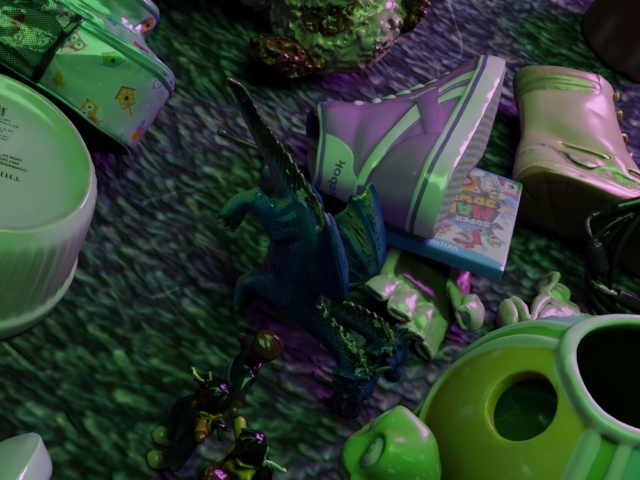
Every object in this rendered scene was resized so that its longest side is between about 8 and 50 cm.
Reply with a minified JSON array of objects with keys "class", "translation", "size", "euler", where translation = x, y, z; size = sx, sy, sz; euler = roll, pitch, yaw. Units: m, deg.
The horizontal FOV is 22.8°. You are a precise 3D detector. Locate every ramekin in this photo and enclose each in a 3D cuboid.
[{"class":"ramekin","translation":[-0.268,-0.036,1.197],"size":[0.207,0.109,0.207],"euler":[19,43,-19]}]

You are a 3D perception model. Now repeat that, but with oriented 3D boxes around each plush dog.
[{"class":"plush dog","translation":[-0.012,-0.267,1.583],"size":[0.262,0.210,0.225],"euler":[-29,84,-18]}]

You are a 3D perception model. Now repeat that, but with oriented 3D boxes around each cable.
[{"class":"cable","translation":[0.345,0.023,1.544],"size":[0.184,0.047,0.151],"euler":[-13,95,-13]}]

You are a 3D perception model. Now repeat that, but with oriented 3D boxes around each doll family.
[{"class":"doll family","translation":[-0.073,0.142,1.161],"size":[0.076,0.111,0.193],"euler":[13,45,-25]}]

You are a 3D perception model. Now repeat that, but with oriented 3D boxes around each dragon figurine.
[{"class":"dragon figurine","translation":[0.000,0.000,1.283],"size":[0.144,0.289,0.085],"euler":[10,27,30]}]

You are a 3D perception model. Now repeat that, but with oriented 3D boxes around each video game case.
[{"class":"video game case","translation":[0.124,-0.028,1.491],"size":[0.119,0.015,0.166],"euler":[19,33,2]}]

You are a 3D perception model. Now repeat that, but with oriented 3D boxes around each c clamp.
[{"class":"c clamp","translation":[-0.022,-0.023,1.431],"size":[0.137,0.022,0.161],"euler":[13,43,-33]}]

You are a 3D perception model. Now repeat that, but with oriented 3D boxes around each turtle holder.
[{"class":"turtle holder","translation":[0.167,0.158,1.219],"size":[0.320,0.227,0.243],"euler":[20,46,-9]}]

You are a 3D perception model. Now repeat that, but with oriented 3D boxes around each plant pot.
[{"class":"plant pot","translation":[0.405,-0.283,1.870],"size":[0.167,0.165,0.167],"euler":[19,42,-19]}]

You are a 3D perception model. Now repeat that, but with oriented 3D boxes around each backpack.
[{"class":"backpack","translation":[-0.207,-0.158,1.311],"size":[0.188,0.166,0.144],"euler":[40,83,-7]}]

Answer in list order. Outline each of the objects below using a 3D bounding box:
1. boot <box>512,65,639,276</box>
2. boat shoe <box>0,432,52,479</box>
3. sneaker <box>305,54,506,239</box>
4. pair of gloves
[{"class":"boot","translation":[0.314,-0.071,1.662],"size":[0.262,0.095,0.203],"euler":[21,41,-14]},{"class":"boat shoe","translation":[-0.229,0.235,0.978],"size":[0.102,0.108,0.301],"euler":[62,21,-20]},{"class":"sneaker","translation":[0.077,-0.118,1.499],"size":[0.161,0.102,0.282],"euler":[19,33,13]},{"class":"pair of gloves","translation":[0.160,0.066,1.456],"size":[0.240,0.042,0.204],"euler":[38,40,0]}]
